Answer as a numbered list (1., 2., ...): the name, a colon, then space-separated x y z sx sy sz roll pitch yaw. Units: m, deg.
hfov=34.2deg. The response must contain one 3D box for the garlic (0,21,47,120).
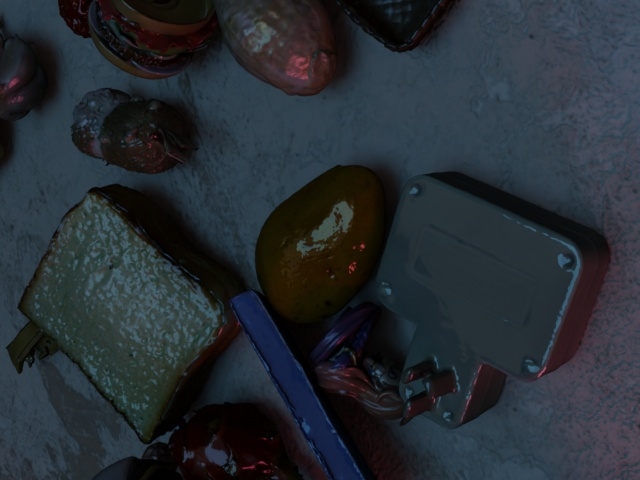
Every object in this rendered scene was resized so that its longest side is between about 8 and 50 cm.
1. garlic: -0.482 -0.265 1.579 0.131 0.127 0.194 101 159 -46

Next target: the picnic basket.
1. picnic basket: 0.065 -0.302 1.178 0.193 0.055 0.110 48 117 19

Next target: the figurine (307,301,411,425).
1. figurine: 0.052 0.157 1.260 0.114 0.126 0.157 -30 95 7

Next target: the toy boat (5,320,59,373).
1. toy boat: -0.426 0.145 1.650 0.072 0.064 0.206 46 123 0

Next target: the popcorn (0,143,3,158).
1. popcorn: -0.638 -0.226 1.620 0.225 0.265 0.332 -44 101 -1

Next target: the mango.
1. mango: 0.000 0.000 1.261 0.147 0.109 0.227 44 122 24

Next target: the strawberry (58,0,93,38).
1. strawberry: -0.303 -0.357 1.432 0.188 0.082 0.121 -29 79 41

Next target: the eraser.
1. eraser: -0.013 0.204 1.302 0.043 0.144 0.311 -31 78 0

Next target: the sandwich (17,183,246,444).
1. sandwich: -0.263 0.089 1.468 0.301 0.099 0.271 42 112 15

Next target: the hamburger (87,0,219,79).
1. hamburger: -0.218 -0.287 1.340 0.175 0.175 0.137 56 142 13

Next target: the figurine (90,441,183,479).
1. figurine: -0.258 0.423 1.455 0.370 0.167 0.281 103 169 -57

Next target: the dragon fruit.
1. dragon fruit: -0.088 0.297 1.391 0.246 0.125 0.125 25 95 27

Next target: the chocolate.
1. chocolate: -0.085 -0.307 1.243 0.134 0.134 0.309 -39 77 36

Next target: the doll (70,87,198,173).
1. doll: -0.243 -0.147 1.415 0.221 0.105 0.115 10 142 35

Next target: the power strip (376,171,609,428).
1. power strip: 0.159 0.079 1.145 0.229 0.141 0.261 28 113 31
